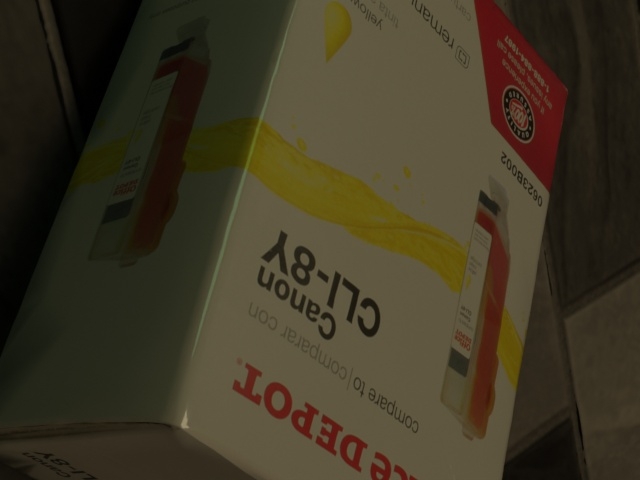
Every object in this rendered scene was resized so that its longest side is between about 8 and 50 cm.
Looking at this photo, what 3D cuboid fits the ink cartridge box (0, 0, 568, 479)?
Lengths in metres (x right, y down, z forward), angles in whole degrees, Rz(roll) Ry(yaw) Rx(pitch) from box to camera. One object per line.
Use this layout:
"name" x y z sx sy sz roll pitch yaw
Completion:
"ink cartridge box" 0.000 0.000 0.751 0.279 0.160 0.385 40 54 -39
